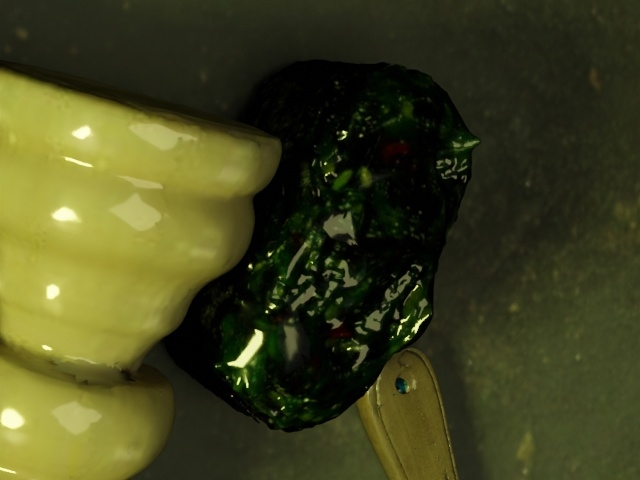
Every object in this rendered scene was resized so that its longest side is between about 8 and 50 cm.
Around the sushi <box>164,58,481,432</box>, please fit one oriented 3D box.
[{"bbox_3d":[0.000,0.000,1.048,0.124,0.127,0.225,27,85,-30],"label":"sushi"}]

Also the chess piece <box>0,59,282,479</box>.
[{"bbox_3d":[-0.137,0.064,0.977,0.167,0.167,0.300,12,98,-30],"label":"chess piece"}]

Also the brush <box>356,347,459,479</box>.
[{"bbox_3d":[0.098,0.222,1.173,0.070,0.065,0.327,-25,107,-21],"label":"brush"}]
